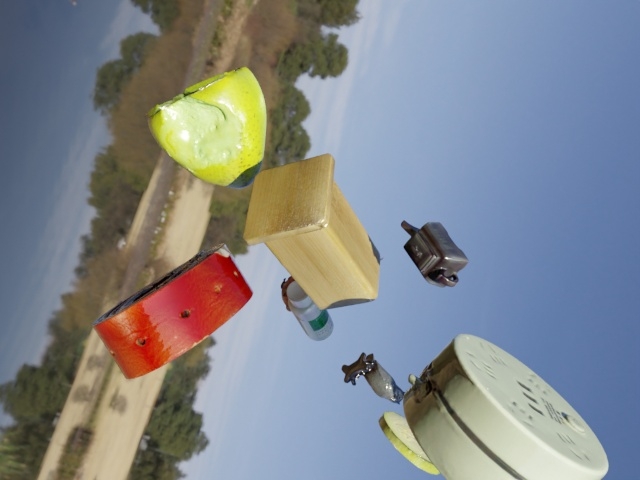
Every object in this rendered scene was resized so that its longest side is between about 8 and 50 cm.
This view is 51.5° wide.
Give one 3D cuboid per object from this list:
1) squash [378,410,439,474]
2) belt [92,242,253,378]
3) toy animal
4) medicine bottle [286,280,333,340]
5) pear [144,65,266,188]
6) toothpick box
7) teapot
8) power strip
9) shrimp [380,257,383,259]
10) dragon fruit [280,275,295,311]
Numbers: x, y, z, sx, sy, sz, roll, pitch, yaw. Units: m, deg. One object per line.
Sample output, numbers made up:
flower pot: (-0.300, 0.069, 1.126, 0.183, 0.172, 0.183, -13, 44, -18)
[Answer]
squash: (0.248, 0.553, 1.817, 0.041, 0.219, 0.219, -55, -167, 8)
belt: (-0.244, 0.110, 1.141, 0.227, 0.115, 0.324, -25, -171, 23)
toy animal: (0.180, 0.435, 2.092, 0.121, 0.210, 0.117, -44, -161, 30)
medicine bottle: (-0.031, 0.200, 1.898, 0.260, 0.095, 0.095, 63, 37, -57)
pear: (-0.246, -0.232, 1.519, 0.159, 0.292, 0.292, -66, -178, -59)
toothpick box: (0.000, 0.000, 1.424, 0.188, 0.308, 0.190, -14, -133, 23)
teapot: (0.221, 0.025, 1.361, 0.087, 0.096, 0.177, -51, -129, 28)
power strip: (0.314, 0.323, 1.174, 0.161, 0.358, 0.357, -54, -165, 17)
shrimp: (0.085, 0.098, 1.701, 0.190, 0.075, 0.073, -38, -125, -3)
dragon fruit: (-0.065, 0.165, 2.074, 0.166, 0.133, 0.136, 82, 27, -73)
